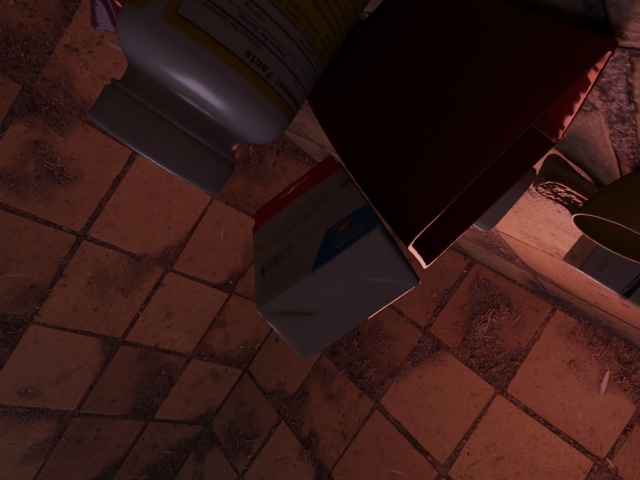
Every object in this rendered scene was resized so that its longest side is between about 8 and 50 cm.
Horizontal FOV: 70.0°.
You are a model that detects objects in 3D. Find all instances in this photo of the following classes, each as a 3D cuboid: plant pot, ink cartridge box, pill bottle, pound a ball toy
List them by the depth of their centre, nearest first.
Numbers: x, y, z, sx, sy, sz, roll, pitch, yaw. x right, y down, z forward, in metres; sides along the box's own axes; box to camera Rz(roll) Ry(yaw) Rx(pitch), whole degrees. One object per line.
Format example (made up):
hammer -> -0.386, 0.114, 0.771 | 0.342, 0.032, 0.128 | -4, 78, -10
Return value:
pill bottle -> -0.074, -0.222, 0.452 | 0.187, 0.334, 0.188 | 34, -178, -2
ink cartridge box -> 0.000, 0.000, 0.498 | 0.078, 0.134, 0.231 | 50, -170, -25
plant pot -> 0.138, -0.151, 0.578 | 0.236, 0.267, 0.267 | 48, -174, 17
plant pot -> 0.431, -0.038, 0.615 | 0.134, 0.095, 0.134 | 34, -178, -1
pound a ball toy -> 0.208, -0.181, 0.791 | 0.319, 0.136, 0.208 | 39, -151, 10
ink cartridge box -> 0.597, 0.069, 0.878 | 0.208, 0.087, 0.153 | 33, -166, 11

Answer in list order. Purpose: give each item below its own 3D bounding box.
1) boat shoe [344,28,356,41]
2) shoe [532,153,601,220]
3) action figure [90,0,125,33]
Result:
boat shoe -> -0.050, -0.350, 0.833 | 0.113, 0.127, 0.340 | 33, 180, -41
shoe -> 0.439, -0.070, 0.757 | 0.219, 0.058, 0.076 | 28, 153, -24
action figure -> -0.194, -0.393, 0.505 | 0.275, 0.248, 0.370 | -1, 165, -16
